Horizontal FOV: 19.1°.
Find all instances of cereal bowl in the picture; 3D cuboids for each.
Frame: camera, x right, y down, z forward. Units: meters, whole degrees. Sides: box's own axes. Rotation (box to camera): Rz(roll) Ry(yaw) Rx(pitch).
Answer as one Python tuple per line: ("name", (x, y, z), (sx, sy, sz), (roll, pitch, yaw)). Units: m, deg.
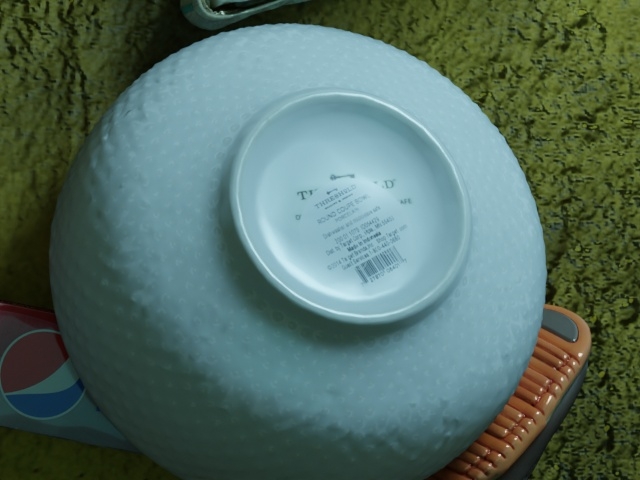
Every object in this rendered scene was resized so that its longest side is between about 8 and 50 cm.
("cereal bowl", (0.000, 0.000, 1.245), (0.339, 0.141, 0.339), (7, 66, -16))

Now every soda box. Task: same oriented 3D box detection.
("soda box", (-0.154, 0.095, 1.295), (0.263, 0.092, 0.083), (13, 87, -14))

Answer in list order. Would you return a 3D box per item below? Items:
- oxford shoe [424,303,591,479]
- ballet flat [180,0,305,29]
("oxford shoe", (0.072, 0.198, 1.360), (0.364, 0.130, 0.133), (-46, 134, -14))
("ballet flat", (-0.018, -0.191, 1.336), (0.168, 0.052, 0.057), (-28, 98, -11))
